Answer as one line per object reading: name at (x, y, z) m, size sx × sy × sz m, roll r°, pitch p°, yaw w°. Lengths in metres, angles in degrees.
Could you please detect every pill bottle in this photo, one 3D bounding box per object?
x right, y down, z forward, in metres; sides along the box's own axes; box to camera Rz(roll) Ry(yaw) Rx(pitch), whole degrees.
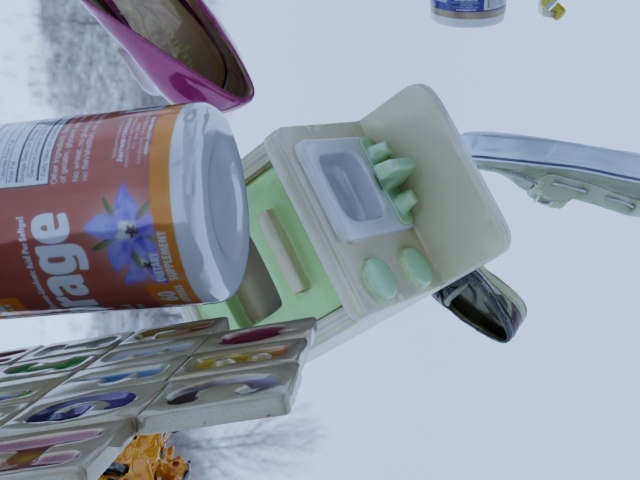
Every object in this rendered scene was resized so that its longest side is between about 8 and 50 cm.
pill bottle at (0.129, -0.249, 0.809) m, size 0.067 × 0.067 × 0.120 m, roll -116°, pitch -158°, yaw -60°
pill bottle at (-0.160, -0.014, 0.574) m, size 0.121 × 0.216 × 0.121 m, roll -5°, pitch 90°, yaw -80°

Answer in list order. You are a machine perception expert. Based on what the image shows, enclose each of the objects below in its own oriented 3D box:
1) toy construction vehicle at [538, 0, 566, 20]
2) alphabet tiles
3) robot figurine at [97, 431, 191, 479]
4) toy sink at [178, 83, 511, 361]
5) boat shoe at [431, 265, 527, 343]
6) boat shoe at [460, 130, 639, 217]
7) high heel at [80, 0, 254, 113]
toy construction vehicle at (0.215, -0.273, 0.978) m, size 0.086 × 0.035 × 0.098 m, roll 48°, pitch 12°, yaw 24°
alphabet tiles at (-0.174, 0.078, 0.435) m, size 0.285 × 0.342 × 0.011 m, roll -48°, pitch 129°, yaw -84°
robot figurine at (-0.277, 0.235, 0.964) m, size 0.211 × 0.291 × 0.085 m, roll -86°, pitch 180°, yaw -53°
toy sink at (0.000, 0.000, 0.731) m, size 0.234 × 0.131 × 0.153 m, roll -32°, pitch -100°, yaw 33°
boat shoe at (0.132, 0.041, 0.905) m, size 0.056 × 0.152 × 0.049 m, roll -57°, pitch 179°, yaw 34°
boat shoe at (0.329, -0.090, 1.299) m, size 0.109 × 0.302 × 0.094 m, roll -134°, pitch -128°, yaw -76°
high heel at (-0.194, -0.279, 0.895) m, size 0.181 × 0.127 × 0.377 m, roll 18°, pitch -27°, yaw 50°
